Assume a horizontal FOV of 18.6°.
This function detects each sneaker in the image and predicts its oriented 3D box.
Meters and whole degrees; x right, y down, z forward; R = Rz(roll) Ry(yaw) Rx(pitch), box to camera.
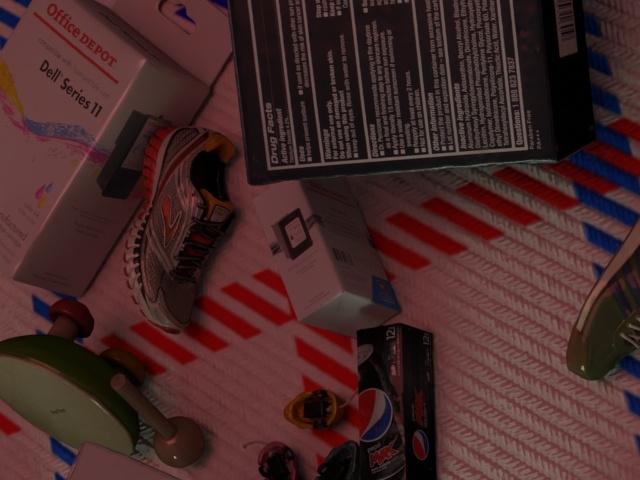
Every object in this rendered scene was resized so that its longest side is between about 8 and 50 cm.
[{"bbox_3d":[0.296,0.049,1.726,0.086,0.064,0.192,32,93,41],"label":"sneaker"},{"bbox_3d":[-0.142,-0.014,2.038,0.093,0.088,0.225,-2,76,33],"label":"sneaker"}]

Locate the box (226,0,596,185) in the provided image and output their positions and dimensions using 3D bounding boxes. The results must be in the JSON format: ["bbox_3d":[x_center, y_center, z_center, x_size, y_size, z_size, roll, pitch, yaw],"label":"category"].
[{"bbox_3d":[0.080,-0.214,1.791,0.294,0.183,0.296,-3,98,20],"label":"box"}]

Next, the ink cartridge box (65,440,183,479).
[{"bbox_3d":[-0.113,0.335,1.790,0.198,0.270,0.197,18,78,37],"label":"ink cartridge box"}]

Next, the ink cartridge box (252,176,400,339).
[{"bbox_3d":[0.000,0.000,1.924,0.060,0.104,0.180,-35,59,24],"label":"ink cartridge box"}]

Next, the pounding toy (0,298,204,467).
[{"bbox_3d":[-0.228,0.137,2.028,0.237,0.183,0.110,9,57,36],"label":"pounding toy"}]

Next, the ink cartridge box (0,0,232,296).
[{"bbox_3d":[-0.264,-0.142,2.137,0.207,0.119,0.353,39,101,36],"label":"ink cartridge box"}]

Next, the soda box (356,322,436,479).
[{"bbox_3d":[0.072,0.167,1.854,0.053,0.060,0.169,-12,71,33],"label":"soda box"}]

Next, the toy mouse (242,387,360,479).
[{"bbox_3d":[-0.007,0.220,1.913,0.161,0.031,0.143,-16,68,31],"label":"toy mouse"}]
